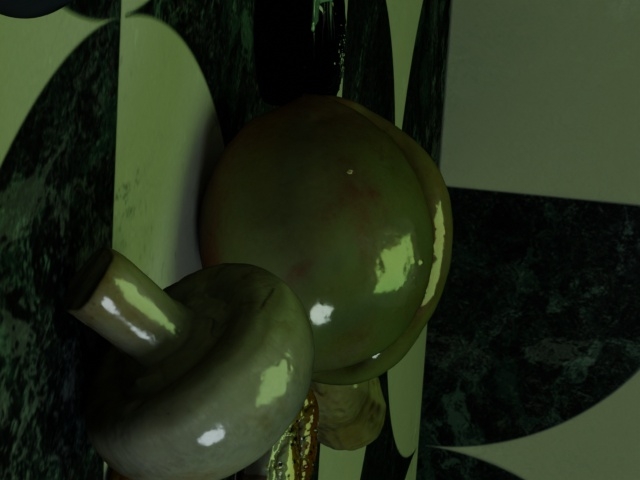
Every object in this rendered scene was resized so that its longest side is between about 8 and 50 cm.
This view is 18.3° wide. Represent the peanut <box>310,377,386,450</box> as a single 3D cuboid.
[{"bbox_3d":[0.021,0.181,2.499,0.274,0.111,0.125,71,23,-67],"label":"peanut"}]

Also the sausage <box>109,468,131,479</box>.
[{"bbox_3d":[-0.147,0.200,1.788,0.062,0.054,0.183,61,17,-2],"label":"sausage"}]

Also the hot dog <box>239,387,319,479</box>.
[{"bbox_3d":[-0.050,0.283,2.282,0.144,0.075,0.268,38,56,-74],"label":"hot dog"}]

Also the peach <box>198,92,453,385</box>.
[{"bbox_3d":[0.000,0.000,1.979,0.292,0.247,0.292,47,31,-41],"label":"peach"}]

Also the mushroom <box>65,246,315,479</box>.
[{"bbox_3d":[-0.119,0.087,1.600,0.215,0.207,0.207,46,40,-30],"label":"mushroom"}]

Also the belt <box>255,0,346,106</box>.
[{"bbox_3d":[-0.017,-0.235,2.166,0.198,0.078,0.151,82,20,-48],"label":"belt"}]

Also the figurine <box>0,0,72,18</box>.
[{"bbox_3d":[-0.166,-0.248,1.249,0.222,0.145,0.145,-63,169,2],"label":"figurine"}]
